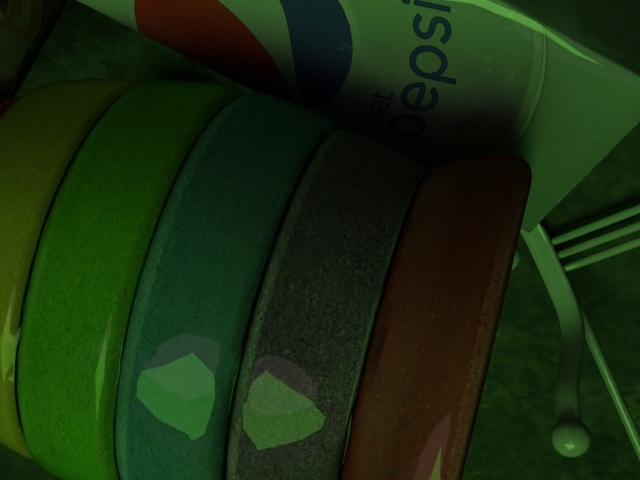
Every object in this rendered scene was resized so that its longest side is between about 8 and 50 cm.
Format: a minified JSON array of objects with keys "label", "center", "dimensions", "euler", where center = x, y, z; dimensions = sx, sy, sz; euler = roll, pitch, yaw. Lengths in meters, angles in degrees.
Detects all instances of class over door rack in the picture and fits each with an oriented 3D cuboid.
[{"label":"over door rack","center":[0.261,0.094,0.626],"dimensions":[0.239,0.108,0.324],"euler":[-23,103,35]}]

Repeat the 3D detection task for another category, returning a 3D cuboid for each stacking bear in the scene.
[{"label":"stacking bear","center":[-0.082,0.016,0.425],"dimensions":[0.289,0.175,0.164],"euler":[13,129,10]}]

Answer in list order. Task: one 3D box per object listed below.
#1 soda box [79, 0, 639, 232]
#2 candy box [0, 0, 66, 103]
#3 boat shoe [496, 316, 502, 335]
[{"label":"soda box","center":[-0.013,-0.119,0.433],"dimensions":[0.286,0.098,0.091],"euler":[26,137,-12]},{"label":"candy box","center":[-0.219,-0.066,0.614],"dimensions":[0.088,0.183,0.316],"euler":[30,135,-17]},{"label":"boat shoe","center":[0.000,0.000,0.683],"dimensions":[0.267,0.096,0.088],"euler":[40,128,-24]}]
